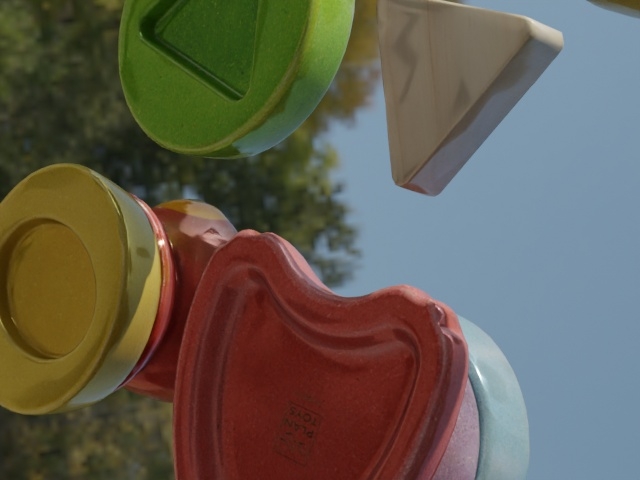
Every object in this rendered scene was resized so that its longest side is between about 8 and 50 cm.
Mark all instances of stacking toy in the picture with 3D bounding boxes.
[{"bbox_3d":[0.000,0.000,0.828,0.309,0.130,0.280,33,-78,43],"label":"stacking toy"}]

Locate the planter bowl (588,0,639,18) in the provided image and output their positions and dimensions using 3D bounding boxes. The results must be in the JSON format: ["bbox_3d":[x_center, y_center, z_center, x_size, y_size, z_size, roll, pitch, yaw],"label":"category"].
[{"bbox_3d":[0.110,-0.142,0.594,0.090,0.217,0.217,-17,-101,31],"label":"planter bowl"}]
